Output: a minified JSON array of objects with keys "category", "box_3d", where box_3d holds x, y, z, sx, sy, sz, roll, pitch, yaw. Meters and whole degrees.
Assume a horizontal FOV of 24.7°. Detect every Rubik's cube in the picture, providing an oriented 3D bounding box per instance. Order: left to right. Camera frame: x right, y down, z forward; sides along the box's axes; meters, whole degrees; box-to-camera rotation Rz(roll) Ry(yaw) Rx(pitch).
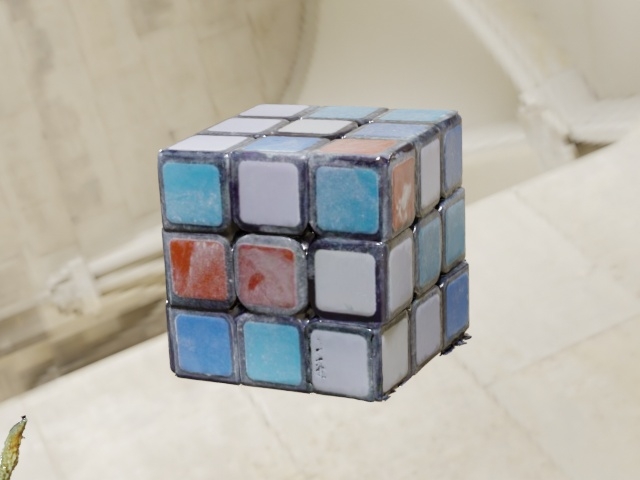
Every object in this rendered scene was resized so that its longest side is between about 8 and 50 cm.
[{"category":"Rubik's cube","box_3d":[0.000,0.000,2.099,0.363,0.362,0.359,7,-70,25]}]

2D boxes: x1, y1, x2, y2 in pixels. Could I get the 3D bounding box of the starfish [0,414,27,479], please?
[{"category":"starfish","box_3d":[-0.502,0.380,1.874,0.078,0.347,0.358,40,-42,-15]}]
